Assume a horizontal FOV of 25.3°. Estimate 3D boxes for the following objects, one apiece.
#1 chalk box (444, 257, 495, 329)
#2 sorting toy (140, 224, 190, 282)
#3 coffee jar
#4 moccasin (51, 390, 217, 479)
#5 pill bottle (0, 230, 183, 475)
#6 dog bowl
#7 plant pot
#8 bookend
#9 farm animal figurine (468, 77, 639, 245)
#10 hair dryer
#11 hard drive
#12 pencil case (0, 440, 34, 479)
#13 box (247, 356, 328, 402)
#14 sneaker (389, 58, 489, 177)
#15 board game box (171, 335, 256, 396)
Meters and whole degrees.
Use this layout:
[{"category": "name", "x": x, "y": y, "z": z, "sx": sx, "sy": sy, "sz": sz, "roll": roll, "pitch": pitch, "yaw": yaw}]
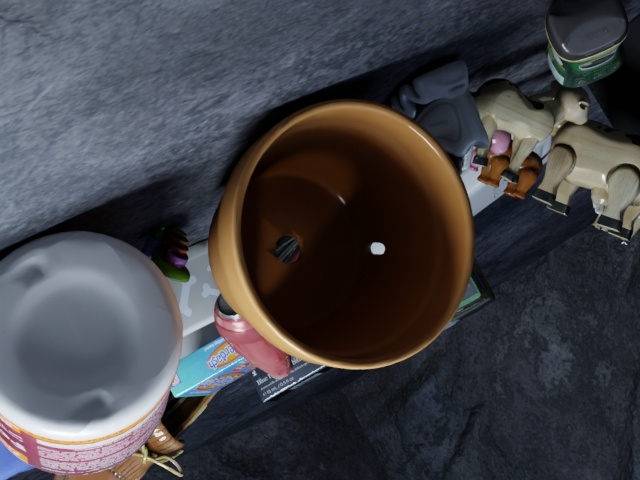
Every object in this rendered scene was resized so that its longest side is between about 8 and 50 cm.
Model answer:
[{"category": "chalk box", "x": 0.185, "y": 0.067, "z": 2.584, "sx": 0.180, "sy": 0.179, "sz": 0.289, "roll": -30, "pitch": 168, "yaw": 9}, {"category": "sorting toy", "x": -0.178, "y": 0.010, "z": 1.705, "sx": 0.042, "sy": 0.061, "sz": 0.102, "roll": -61, "pitch": -161, "yaw": 13}, {"category": "coffee jar", "x": 0.321, "y": -0.247, "z": 1.729, "sx": 0.096, "sy": 0.079, "sz": 0.184, "roll": -23, "pitch": 170, "yaw": 6}, {"category": "moccasin", "x": -0.264, "y": 0.286, "z": 2.199, "sx": 0.380, "sy": 0.139, "sz": 0.147, "roll": -44, "pitch": -147, "yaw": -24}, {"category": "pill bottle", "x": -0.281, "y": 0.148, "z": 1.641, "sx": 0.224, "sy": 0.224, "sz": 0.392, "roll": -26, "pitch": 168, "yaw": -16}, {"category": "dog bowl", "x": -0.191, "y": 0.108, "z": 2.010, "sx": 0.349, "sy": 0.102, "sz": 0.349, "roll": -27, "pitch": 169, "yaw": -6}, {"category": "plant pot", "x": 0.000, "y": 0.000, "z": 1.612, "sx": 0.291, "sy": 0.291, "sz": 0.203, "roll": -24, "pitch": -175, "yaw": -25}, {"category": "bookend", "x": 0.465, "y": -0.226, "z": 1.992, "sx": 0.072, "sy": 0.156, "sz": 0.157, "roll": -19, "pitch": 165, "yaw": -41}, {"category": "farm animal figurine", "x": 0.328, "y": -0.131, "z": 1.912, "sx": 0.172, "sy": 0.327, "sz": 0.330, "roll": -66, "pitch": 170, "yaw": 1}, {"category": "hair dryer", "x": -0.044, "y": 0.061, "z": 1.860, "sx": 0.223, "sy": 0.080, "sz": 0.293, "roll": -16, "pitch": 128, "yaw": -42}, {"category": "hard drive", "x": 0.216, "y": -0.060, "z": 2.303, "sx": 0.353, "sy": 0.047, "sz": 0.233, "roll": -37, "pitch": 169, "yaw": 1}, {"category": "pencil case", "x": -0.530, "y": 0.321, "z": 2.092, "sx": 0.306, "sy": 0.119, "sz": 0.133, "roll": -21, "pitch": -167, "yaw": -38}, {"category": "box", "x": -0.062, "y": 0.180, "z": 2.511, "sx": 0.156, "sy": 0.158, "sz": 0.093, "roll": -31, "pitch": 170, "yaw": 10}, {"category": "sneaker", "x": 0.117, "y": -0.108, "z": 1.759, "sx": 0.110, "sy": 0.118, "sz": 0.292, "roll": -26, "pitch": 171, "yaw": -23}, {"category": "board game box", "x": -0.106, "y": 0.155, "z": 2.042, "sx": 0.210, "sy": 0.047, "sz": 0.160, "roll": -30, "pitch": 170, "yaw": 9}]
